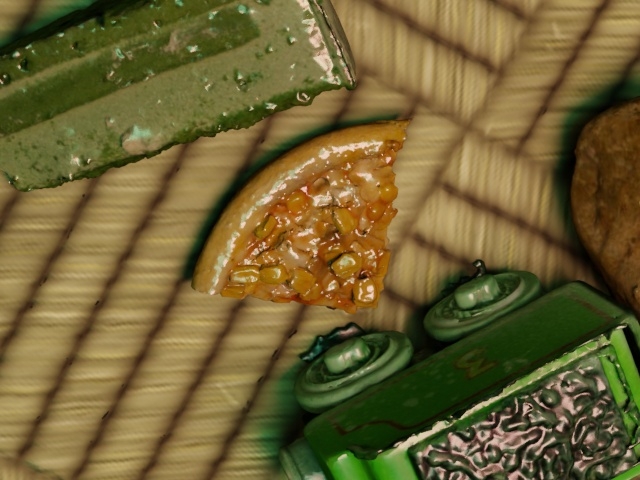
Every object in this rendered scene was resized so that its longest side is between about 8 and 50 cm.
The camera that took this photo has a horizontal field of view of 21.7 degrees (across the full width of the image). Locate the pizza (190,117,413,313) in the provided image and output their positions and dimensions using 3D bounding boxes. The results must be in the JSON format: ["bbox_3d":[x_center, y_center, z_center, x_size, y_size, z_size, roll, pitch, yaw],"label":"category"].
[{"bbox_3d":[0.000,0.000,1.090,0.178,0.041,0.131,-27,112,-7],"label":"pizza"}]

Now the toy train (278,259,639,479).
[{"bbox_3d":[0.097,0.114,1.070,0.243,0.188,0.132,-27,108,-7],"label":"toy train"}]

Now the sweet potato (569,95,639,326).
[{"bbox_3d":[0.287,0.070,1.135,0.157,0.158,0.370,-32,121,-5],"label":"sweet potato"}]

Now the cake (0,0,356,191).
[{"bbox_3d":[-0.099,-0.112,1.037,0.235,0.099,0.100,-19,112,12],"label":"cake"}]
